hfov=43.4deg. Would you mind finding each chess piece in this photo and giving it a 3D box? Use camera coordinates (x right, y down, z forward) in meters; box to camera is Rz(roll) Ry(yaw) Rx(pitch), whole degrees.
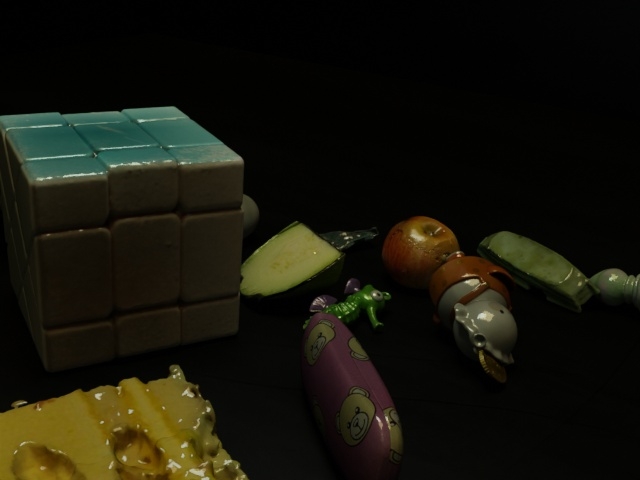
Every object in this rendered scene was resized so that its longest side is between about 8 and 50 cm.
[{"bbox_3d":[0.597,0.095,1.435,0.272,0.139,0.139,6,21,36],"label":"chess piece"}]

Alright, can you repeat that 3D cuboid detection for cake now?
[{"bbox_3d":[-0.222,0.280,0.735,0.286,0.227,0.222,-11,28,-30],"label":"cake"}]

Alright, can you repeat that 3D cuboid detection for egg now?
[{"bbox_3d":[-0.189,-0.047,1.640,0.135,0.103,0.103,-14,29,-32],"label":"egg"}]

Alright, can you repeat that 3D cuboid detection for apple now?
[{"bbox_3d":[0.188,0.020,1.510,0.147,0.146,0.146,3,24,-1],"label":"apple"}]

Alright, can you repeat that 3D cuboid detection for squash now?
[{"bbox_3d":[-0.056,0.069,1.459,0.184,0.085,0.192,-35,32,-11],"label":"squash"}]

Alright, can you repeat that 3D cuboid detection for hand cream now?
[{"bbox_3d":[0.000,0.000,1.625,0.248,0.052,0.075,-13,29,-33],"label":"hand cream"}]

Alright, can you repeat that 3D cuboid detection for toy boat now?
[{"bbox_3d":[0.402,0.045,1.553,0.093,0.055,0.293,-42,37,-10],"label":"toy boat"}]

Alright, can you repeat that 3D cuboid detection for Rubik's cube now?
[{"bbox_3d":[-0.327,-0.021,1.299,0.316,0.318,0.322,-8,27,-27],"label":"Rubik's cube"}]

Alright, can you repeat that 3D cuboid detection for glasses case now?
[{"bbox_3d":[0.034,0.209,1.063,0.076,0.123,0.316,1,23,-18],"label":"glasses case"}]

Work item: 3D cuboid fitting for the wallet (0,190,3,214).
[{"bbox_3d":[-0.565,-0.053,1.570,0.172,0.045,0.318,32,1,-45],"label":"wallet"}]

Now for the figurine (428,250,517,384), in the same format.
[{"bbox_3d":[0.249,0.124,1.308,0.144,0.143,0.271,5,48,4],"label":"figurine"}]

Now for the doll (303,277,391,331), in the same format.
[{"bbox_3d":[0.047,0.123,1.359,0.190,0.050,0.115,-21,40,-37],"label":"doll"}]
